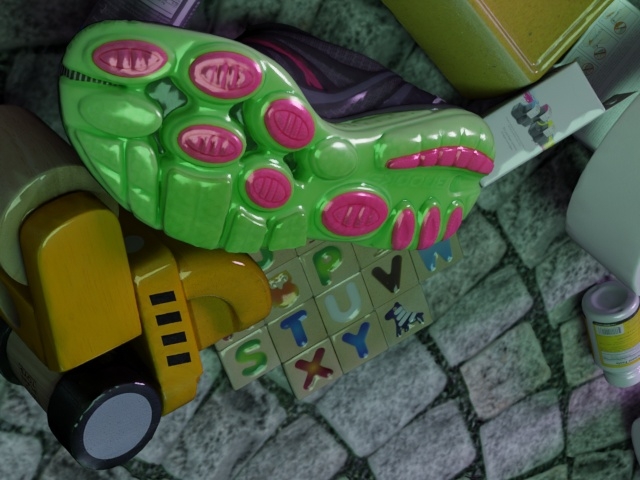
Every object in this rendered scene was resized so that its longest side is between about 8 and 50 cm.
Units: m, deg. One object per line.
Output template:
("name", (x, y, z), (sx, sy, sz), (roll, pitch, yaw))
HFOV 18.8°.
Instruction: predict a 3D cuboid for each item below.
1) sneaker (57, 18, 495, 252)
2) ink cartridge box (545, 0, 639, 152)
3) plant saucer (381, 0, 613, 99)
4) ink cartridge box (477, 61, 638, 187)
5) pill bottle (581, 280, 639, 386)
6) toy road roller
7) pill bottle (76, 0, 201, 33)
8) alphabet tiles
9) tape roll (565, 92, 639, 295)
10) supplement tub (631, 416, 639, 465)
("sneaker", (-0.056, -0.097, 1.714), (0.482, 0.202, 0.185), (13, 107, -47))
("ink cartridge box", (0.299, -0.172, 2.016), (0.179, 0.045, 0.145), (35, 98, -22))
("plant saucer", (0.214, -0.299, 1.801), (0.333, 0.081, 0.333), (-46, 145, 2))
("ink cartridge box", (0.215, -0.123, 1.924), (0.181, 0.104, 0.062), (-31, 94, -3))
("pill bottle", (0.333, 0.107, 2.173), (0.065, 0.065, 0.116), (-27, 128, -14))
("toy road roller", (-0.186, 0.015, 1.737), (0.240, 0.202, 0.330), (-29, 133, -22))
("pill bottle", (-0.149, -0.213, 1.697), (0.078, 0.078, 0.137), (27, 102, -38))
("alphabet tiles", (0.000, 0.000, 1.952), (0.285, 0.011, 0.342), (-29, 128, -12))
("tape roll", (0.384, -0.081, 1.991), (0.286, 0.100, 0.286), (-38, 155, -21))
("supplement tub", (0.545, 0.213, 2.252), (0.316, 0.228, 0.228), (-29, 128, -12))
